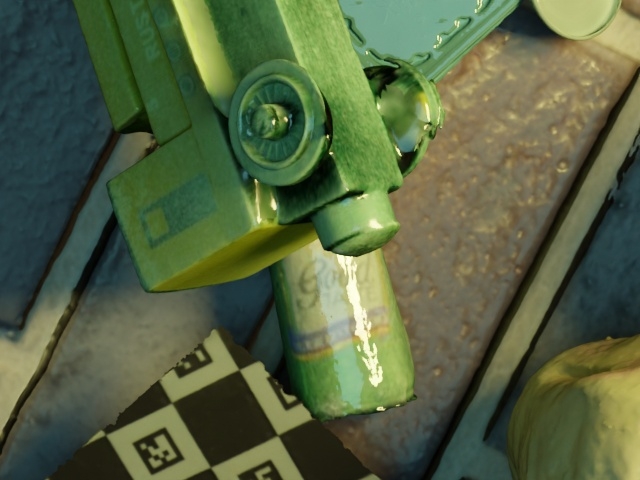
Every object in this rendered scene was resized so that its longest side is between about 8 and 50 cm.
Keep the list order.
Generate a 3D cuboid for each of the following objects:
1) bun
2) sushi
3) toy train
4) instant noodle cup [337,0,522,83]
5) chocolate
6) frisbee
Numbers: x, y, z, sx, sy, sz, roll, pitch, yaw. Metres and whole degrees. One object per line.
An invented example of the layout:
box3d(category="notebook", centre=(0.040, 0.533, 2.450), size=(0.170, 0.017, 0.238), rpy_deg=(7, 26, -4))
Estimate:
box3d(category="bun", centre=(0.284, 0.223, 1.382), size=(0.361, 0.361, 0.213), rpy_deg=(43, 64, -2))
box3d(category="sushi", centre=(-0.088, 0.270, 1.532), size=(0.339, 0.069, 0.320), rpy_deg=(-43, 100, 16))
box3d(category="toy train", centre=(-0.077, -0.153, 1.387), size=(0.253, 0.160, 0.397), rpy_deg=(-28, 78, 39))
box3d(category="instant noodle cup", centre=(0.061, -0.217, 1.477), size=(0.157, 0.070, 0.179), rpy_deg=(-42, 92, 5))
box3d(category="chocolate", centre=(0.000, 0.000, 1.490), size=(0.110, 0.110, 0.291), rpy_deg=(-13, 93, 4))
box3d(category="frisbee", centre=(0.202, -0.215, 1.467), size=(0.110, 0.014, 0.110), rpy_deg=(1, 88, -38))
